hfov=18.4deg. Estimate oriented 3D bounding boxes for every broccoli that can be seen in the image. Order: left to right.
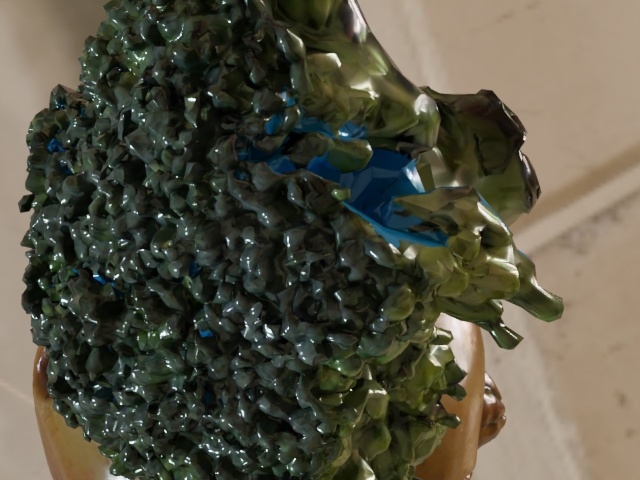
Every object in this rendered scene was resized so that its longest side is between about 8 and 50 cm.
[{"bbox_3d":[0.000,0.000,0.520,0.160,0.154,0.167,-29,-96,-32],"label":"broccoli"}]

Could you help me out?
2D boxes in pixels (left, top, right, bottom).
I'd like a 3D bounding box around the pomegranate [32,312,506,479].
[{"bbox_3d":[-0.028,0.064,0.870,0.209,0.209,0.209,-4,-83,-39],"label":"pomegranate"}]
